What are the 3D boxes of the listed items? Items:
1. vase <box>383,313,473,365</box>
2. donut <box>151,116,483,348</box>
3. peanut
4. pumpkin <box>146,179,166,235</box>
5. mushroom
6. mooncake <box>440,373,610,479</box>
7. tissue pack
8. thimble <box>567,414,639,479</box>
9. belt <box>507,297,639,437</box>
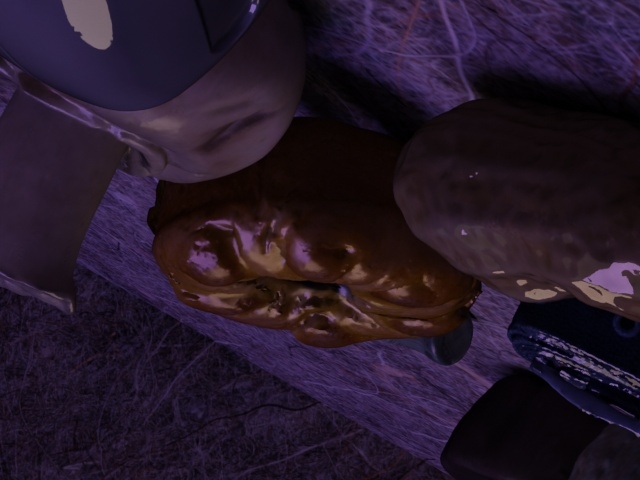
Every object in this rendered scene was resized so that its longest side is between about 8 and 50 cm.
[{"bbox_3d":[0.087,0.093,2.097,0.219,0.096,0.096,17,161,42],"label":"vase"},{"bbox_3d":[0.000,0.000,1.562,0.299,0.150,0.317,-3,160,11],"label":"donut"},{"bbox_3d":[0.183,-0.022,1.230,0.313,0.152,0.152,14,159,50],"label":"peanut"},{"bbox_3d":[-0.120,0.026,2.333,0.290,0.095,0.258,36,172,-4],"label":"pumpkin"},{"bbox_3d":[-0.186,-0.116,1.351,0.314,0.336,0.314,24,173,3],"label":"mushroom"},{"bbox_3d":[0.311,0.295,2.185,0.306,0.154,0.306,32,169,7],"label":"mooncake"},{"bbox_3d":[-0.141,-0.223,1.034,0.236,0.229,0.333,31,168,13],"label":"tissue pack"},{"bbox_3d":[0.402,0.318,1.741,0.291,0.291,0.195,38,175,-26],"label":"thimble"},{"bbox_3d":[0.278,0.107,1.555,0.218,0.128,0.122,27,167,18],"label":"belt"}]
